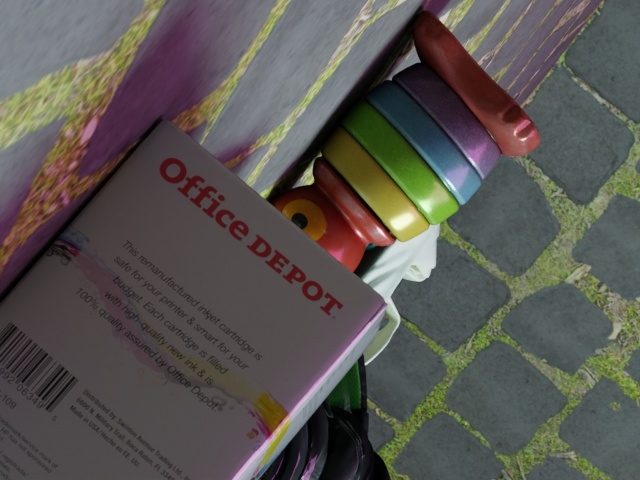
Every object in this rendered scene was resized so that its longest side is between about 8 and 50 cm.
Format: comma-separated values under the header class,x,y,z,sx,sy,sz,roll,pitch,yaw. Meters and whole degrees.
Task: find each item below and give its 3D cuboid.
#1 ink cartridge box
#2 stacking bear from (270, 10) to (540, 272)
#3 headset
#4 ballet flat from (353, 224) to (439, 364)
class,x,y,z,sx,sy,sz,roll,pitch,yaw
ink cartridge box,-0.115,0.095,1.160,0.270,0.198,0.197,-49,173,-9
stacking bear,0.061,-0.064,1.704,0.289,0.175,0.164,-41,166,1
headset,-0.010,0.178,1.345,0.243,0.185,0.394,45,43,-53
ballet flat,0.076,0.048,2.269,0.400,0.139,0.139,-56,175,-16
